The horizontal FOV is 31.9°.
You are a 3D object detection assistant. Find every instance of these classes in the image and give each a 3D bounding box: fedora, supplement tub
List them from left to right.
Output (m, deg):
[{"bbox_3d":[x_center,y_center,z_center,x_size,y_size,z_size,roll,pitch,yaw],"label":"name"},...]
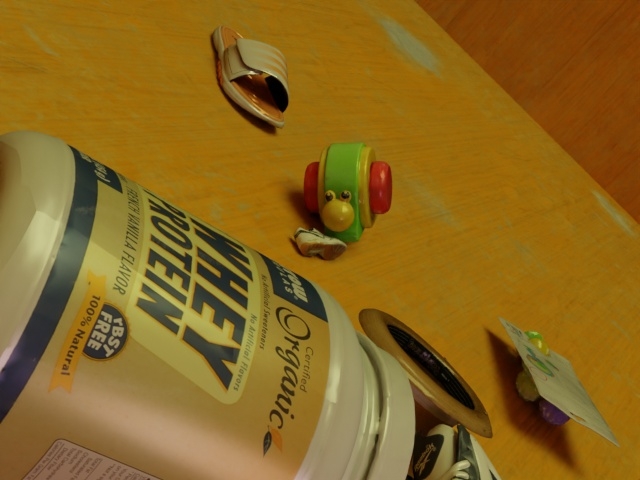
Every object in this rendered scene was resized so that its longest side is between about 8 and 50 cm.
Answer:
[{"bbox_3d":[-0.116,0.094,0.735,0.316,0.228,0.228,30,24,-29],"label":"supplement tub"},{"bbox_3d":[0.092,0.156,1.170,0.194,0.079,0.194,42,9,-9],"label":"fedora"}]

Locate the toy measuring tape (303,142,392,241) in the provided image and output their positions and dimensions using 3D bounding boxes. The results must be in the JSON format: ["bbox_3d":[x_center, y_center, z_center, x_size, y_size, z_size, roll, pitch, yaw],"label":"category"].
[{"bbox_3d":[0.048,-0.092,1.515,0.121,0.121,0.330,41,22,-4],"label":"toy measuring tape"}]

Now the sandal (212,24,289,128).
[{"bbox_3d":[-0.100,-0.267,1.650,0.102,0.076,0.265,27,26,-35],"label":"sandal"}]

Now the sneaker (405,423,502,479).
[{"bbox_3d":[0.112,0.240,1.042,0.235,0.094,0.153,12,35,-52],"label":"sneaker"}]

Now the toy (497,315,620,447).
[{"bbox_3d":[0.304,0.198,1.508,0.137,0.056,0.237,33,18,-15],"label":"toy"}]

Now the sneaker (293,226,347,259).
[{"bbox_3d":[0.000,0.000,1.382,0.083,0.032,0.037,14,36,-52],"label":"sneaker"}]
